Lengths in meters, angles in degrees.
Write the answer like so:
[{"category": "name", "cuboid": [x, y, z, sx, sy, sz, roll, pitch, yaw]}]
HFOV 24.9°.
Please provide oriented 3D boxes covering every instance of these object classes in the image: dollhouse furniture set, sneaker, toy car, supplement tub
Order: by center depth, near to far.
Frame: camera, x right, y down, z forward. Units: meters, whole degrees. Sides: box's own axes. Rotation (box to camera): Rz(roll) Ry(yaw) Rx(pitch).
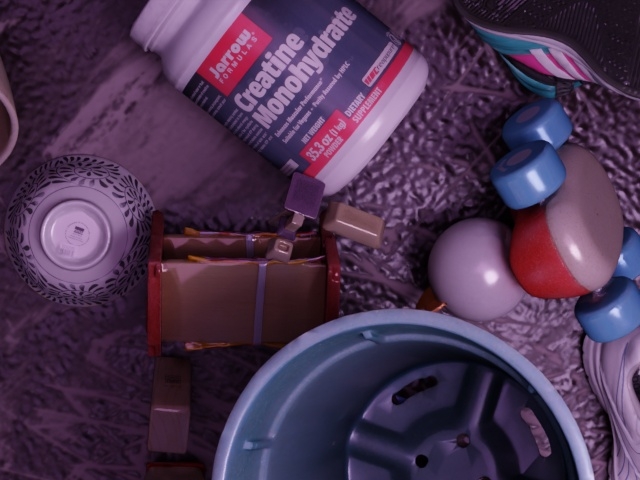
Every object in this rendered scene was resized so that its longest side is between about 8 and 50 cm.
[{"category": "dollhouse furniture set", "cuboid": [0.000, 0.000, 1.489, 0.114, 0.081, 0.091, 20, 70, -14]}, {"category": "supplement tub", "cuboid": [-0.042, -0.192, 1.510, 0.272, 0.191, 0.191, 38, 90, -6]}, {"category": "sneaker", "cuboid": [0.292, -0.203, 1.541, 0.295, 0.178, 0.124, 28, 92, 24]}, {"category": "toy car", "cuboid": [0.201, 0.008, 1.572, 0.238, 0.210, 0.219, -25, 111, 25]}, {"category": "dollhouse furniture set", "cuboid": [-0.092, 0.163, 1.574, 0.201, 0.152, 0.374, 2, 111, -5]}, {"category": "sneaker", "cuboid": [0.372, 0.227, 1.601, 0.111, 0.129, 0.297, -22, 96, -5]}]

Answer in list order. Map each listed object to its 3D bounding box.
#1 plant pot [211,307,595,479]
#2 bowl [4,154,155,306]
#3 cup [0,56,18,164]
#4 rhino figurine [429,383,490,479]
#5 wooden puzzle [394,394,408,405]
[{"category": "plant pot", "cuboid": [0.104, 0.239, 1.409, 0.341, 0.334, 0.341, -1, 86, 13]}, {"category": "bowl", "cuboid": [-0.261, -0.008, 1.562, 0.170, 0.080, 0.170, 0, 93, -4]}, {"category": "cup", "cuboid": [-0.476, -0.204, 1.443, 0.331, 0.331, 0.237, -8, 66, -4]}, {"category": "rhino figurine", "cuboid": [0.188, 0.258, 1.613, 0.106, 0.073, 0.243, -19, 91, -7]}, {"category": "wooden puzzle", "cuboid": [0.059, 0.222, 1.634, 0.078, 0.014, 0.116, 26, 91, -6]}]
